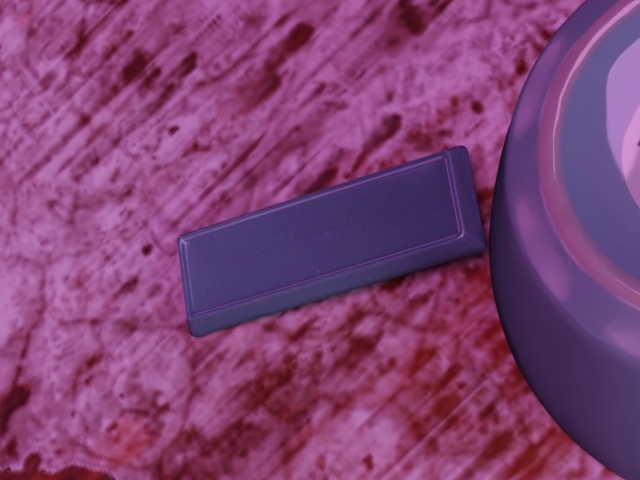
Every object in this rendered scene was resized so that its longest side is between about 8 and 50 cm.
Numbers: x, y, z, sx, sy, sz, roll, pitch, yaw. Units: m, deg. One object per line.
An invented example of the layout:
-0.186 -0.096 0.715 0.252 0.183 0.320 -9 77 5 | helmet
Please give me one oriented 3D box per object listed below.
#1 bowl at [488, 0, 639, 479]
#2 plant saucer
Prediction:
0.215 -0.026 0.828 0.312 0.163 0.311 -6 72 19 | bowl
0.000 0.000 0.977 0.192 0.018 0.067 -17 68 20 | plant saucer
